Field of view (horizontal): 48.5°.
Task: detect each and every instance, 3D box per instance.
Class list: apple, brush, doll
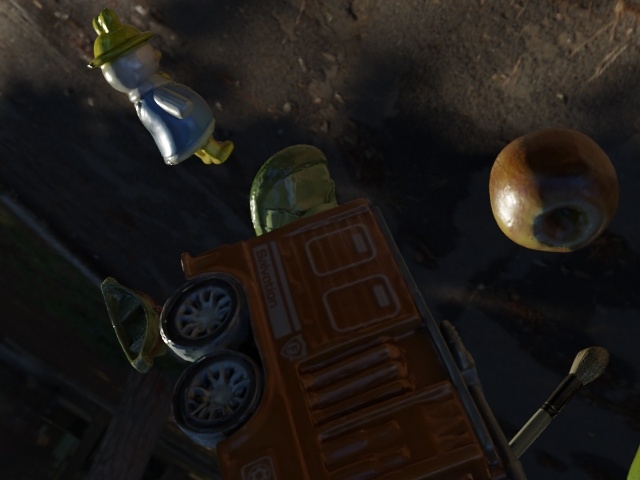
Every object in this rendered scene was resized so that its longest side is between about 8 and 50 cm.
[{"bbox_3d":[0.392,-0.084,1.204,0.211,0.188,0.211,3,128,4],"label":"apple"},{"bbox_3d":[0.299,0.249,0.971,0.039,0.299,0.042,49,162,-3],"label":"brush"},{"bbox_3d":[-0.216,-0.192,0.933,0.241,0.099,0.135,55,-168,-22],"label":"doll"}]

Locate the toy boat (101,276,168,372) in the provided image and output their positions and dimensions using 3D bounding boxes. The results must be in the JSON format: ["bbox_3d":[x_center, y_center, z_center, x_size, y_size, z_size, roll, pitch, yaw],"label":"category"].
[{"bbox_3d":[-0.280,0.132,1.091,0.071,0.089,0.185,27,-158,-51],"label":"toy boat"}]

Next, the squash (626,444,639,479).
[{"bbox_3d":[0.432,0.245,0.872,0.066,0.201,0.066,25,166,7],"label":"squash"}]

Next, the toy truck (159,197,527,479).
[{"bbox_3d":[0.028,0.158,0.499,0.207,0.387,0.173,-23,138,3],"label":"toy truck"}]

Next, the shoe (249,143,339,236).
[{"bbox_3d":[-0.005,-0.002,0.969,0.128,0.140,0.262,14,118,27],"label":"shoe"}]
